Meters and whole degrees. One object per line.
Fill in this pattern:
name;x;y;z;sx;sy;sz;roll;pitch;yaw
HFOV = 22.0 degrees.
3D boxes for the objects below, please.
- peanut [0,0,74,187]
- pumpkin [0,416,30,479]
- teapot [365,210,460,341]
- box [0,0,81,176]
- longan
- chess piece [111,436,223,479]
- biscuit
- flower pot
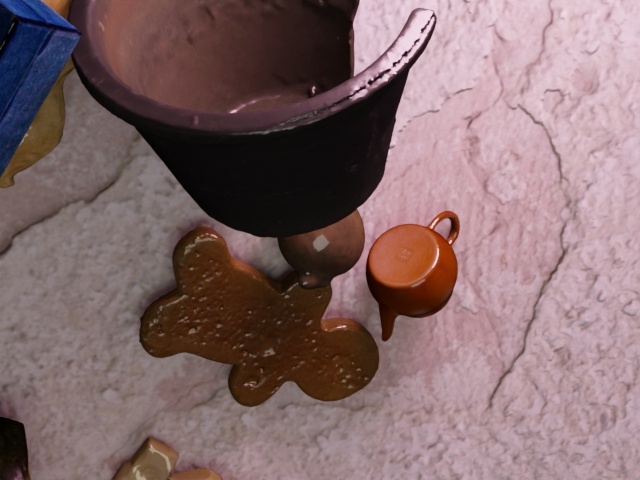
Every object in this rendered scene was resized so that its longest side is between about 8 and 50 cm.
peanut;-0.314;-0.166;1.738;0.117;0.101;0.263;22;106;-22
pumpkin;-0.390;0.339;1.910;0.139;0.190;0.281;-12;118;-9
teapot;0.116;0.040;1.947;0.116;0.116;0.173;44;72;-27
box;-0.412;-0.163;1.624;0.279;0.261;0.116;-57;157;14
longan;0.000;0.000;1.889;0.106;0.106;0.119;14;77;-19
chess piece;-0.155;0.321;2.028;0.200;0.090;0.090;30;105;-13
biscuit;-0.065;0.105;1.958;0.301;0.049;0.197;23;112;-23
flower pot;-0.062;-0.161;1.696;0.379;0.379;0.251;-16;139;-6
